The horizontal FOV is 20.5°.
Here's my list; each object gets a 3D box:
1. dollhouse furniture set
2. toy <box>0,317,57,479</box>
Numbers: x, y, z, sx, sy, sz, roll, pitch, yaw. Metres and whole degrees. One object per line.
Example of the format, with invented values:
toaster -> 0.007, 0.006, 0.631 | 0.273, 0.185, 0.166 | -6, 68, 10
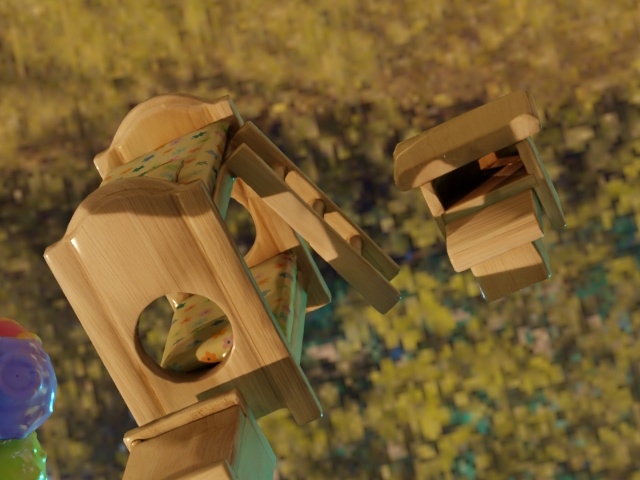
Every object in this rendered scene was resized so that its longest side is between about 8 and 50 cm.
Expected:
dollhouse furniture set -> 0.000, 0.000, 0.584 | 0.161, 0.101, 0.182 | -24, -163, 10
toy -> -0.152, 0.078, 0.797 | 0.056, 0.137, 0.237 | 3, 166, -21
